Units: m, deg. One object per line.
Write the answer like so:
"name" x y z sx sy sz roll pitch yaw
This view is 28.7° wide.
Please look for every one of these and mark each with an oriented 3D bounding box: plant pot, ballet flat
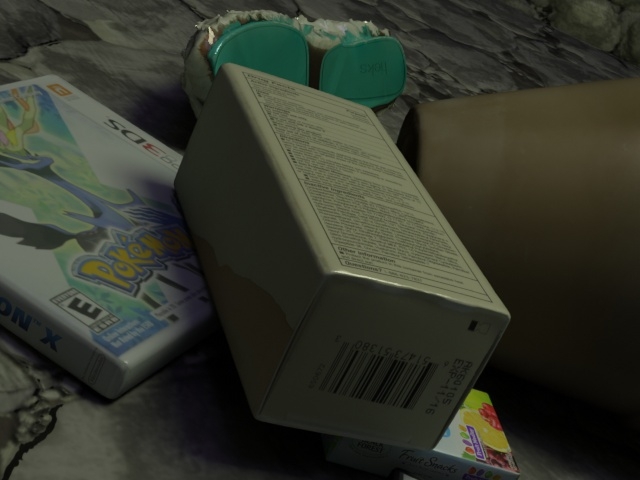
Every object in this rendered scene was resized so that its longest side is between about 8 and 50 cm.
"plant pot" 0.202 -0.003 1.057 0.280 0.323 0.323 6 27 -6
"ballet flat" -0.050 -0.171 1.341 0.147 0.147 0.409 37 23 22

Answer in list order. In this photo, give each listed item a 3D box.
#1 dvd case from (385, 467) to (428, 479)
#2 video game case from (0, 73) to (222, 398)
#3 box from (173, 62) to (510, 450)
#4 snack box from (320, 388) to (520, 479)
"dvd case" 0.152 0.247 0.788 0.253 0.022 0.180 24 24 -6
"video game case" -0.189 -0.025 0.968 0.300 0.036 0.329 32 24 12
"box" 0.000 0.000 0.917 0.148 0.121 0.311 15 26 -24
"snack box" 0.067 0.134 0.908 0.141 0.037 0.100 18 24 -17
